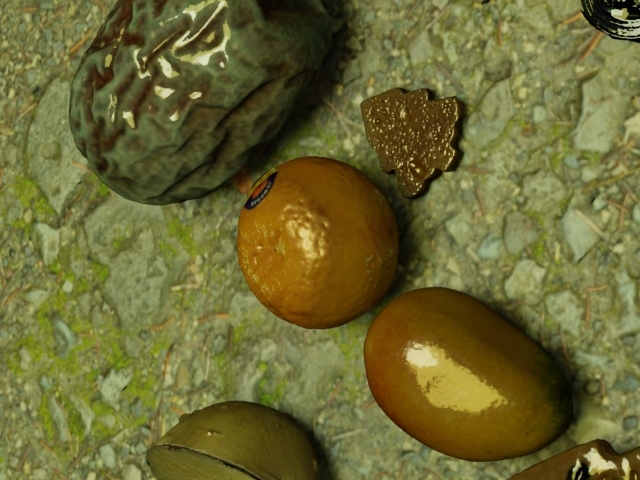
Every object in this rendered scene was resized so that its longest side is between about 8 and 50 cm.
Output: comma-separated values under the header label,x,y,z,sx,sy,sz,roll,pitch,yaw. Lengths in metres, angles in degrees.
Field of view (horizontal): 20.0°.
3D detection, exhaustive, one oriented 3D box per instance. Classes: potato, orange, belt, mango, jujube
label,x,y,z,sx,sy,sz,roll,pitch,yaw
potato,-0.072,0.234,1.935,0.202,0.182,0.117,15,57,25
orange,-0.003,0.002,1.868,0.177,0.155,0.178,-6,81,41
belt,0.312,-0.241,1.714,0.140,0.058,0.105,-26,78,30
mango,0.140,0.140,1.789,0.221,0.120,0.152,37,108,21
jujube,-0.135,-0.181,1.936,0.317,0.226,0.226,-45,66,31

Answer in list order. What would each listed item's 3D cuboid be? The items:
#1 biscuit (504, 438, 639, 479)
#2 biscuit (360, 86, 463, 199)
label,x,y,z,sx,sy,sz,roll,pitch,yaw
biscuit,0.299,0.294,1.695,0.301,0.043,0.278,19,106,27
biscuit,0.093,-0.113,1.886,0.130,0.019,0.119,38,110,28
